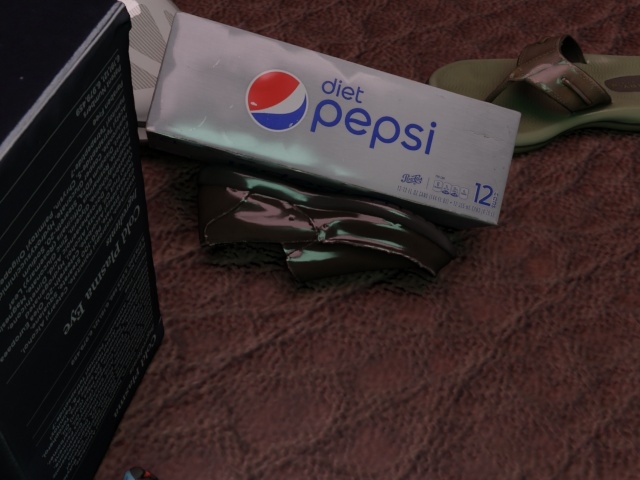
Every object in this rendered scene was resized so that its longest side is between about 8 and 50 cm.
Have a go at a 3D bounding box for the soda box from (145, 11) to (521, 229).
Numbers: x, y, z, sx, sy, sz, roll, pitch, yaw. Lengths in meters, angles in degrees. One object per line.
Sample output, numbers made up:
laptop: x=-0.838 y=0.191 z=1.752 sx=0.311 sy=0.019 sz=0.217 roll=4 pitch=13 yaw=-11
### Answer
soda box: x=0.009 y=-0.090 z=0.652 sx=0.286 sy=0.091 sz=0.098 roll=14 pitch=85 yaw=-9

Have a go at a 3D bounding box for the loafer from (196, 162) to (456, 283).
loafer: x=0.000 y=0.000 z=0.656 sx=0.220 sy=0.080 sz=0.078 roll=14 pitch=85 yaw=3

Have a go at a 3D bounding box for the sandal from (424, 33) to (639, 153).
sandal: x=0.243 y=-0.162 z=0.787 sx=0.303 sy=0.086 sz=0.120 roll=-9 pitch=54 yaw=-13

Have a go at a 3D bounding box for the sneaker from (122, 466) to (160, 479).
sneaker: x=-0.084 y=0.264 z=0.438 sx=0.125 sy=0.104 sz=0.262 roll=-33 pitch=57 yaw=-7

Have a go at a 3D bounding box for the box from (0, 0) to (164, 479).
box: x=-0.289 y=-0.007 z=0.469 sx=0.343 sy=0.312 sz=0.179 roll=17 pitch=53 yaw=7

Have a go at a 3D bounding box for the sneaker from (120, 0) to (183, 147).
sneaker: x=-0.259 y=-0.282 z=0.715 sx=0.447 sy=0.257 sz=0.169 roll=39 pitch=58 yaw=21
